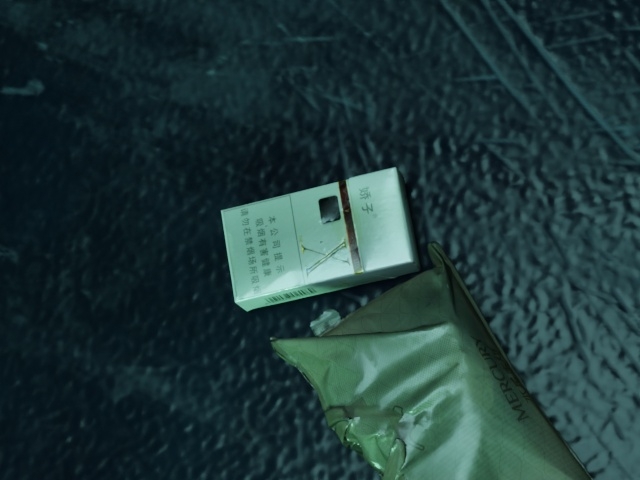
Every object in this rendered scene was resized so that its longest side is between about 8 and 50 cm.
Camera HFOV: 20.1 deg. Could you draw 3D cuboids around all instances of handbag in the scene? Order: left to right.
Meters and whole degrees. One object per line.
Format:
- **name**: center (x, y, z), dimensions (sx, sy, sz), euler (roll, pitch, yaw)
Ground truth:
- **handbag**: center (0.087, 0.145, 1.388), dimensions (0.182, 0.117, 0.270), euler (-29, 68, -9)

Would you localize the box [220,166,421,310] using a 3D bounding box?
- **box**: center (0.000, 0.000, 1.496), dimensions (0.154, 0.040, 0.084), euler (-14, 70, 13)
